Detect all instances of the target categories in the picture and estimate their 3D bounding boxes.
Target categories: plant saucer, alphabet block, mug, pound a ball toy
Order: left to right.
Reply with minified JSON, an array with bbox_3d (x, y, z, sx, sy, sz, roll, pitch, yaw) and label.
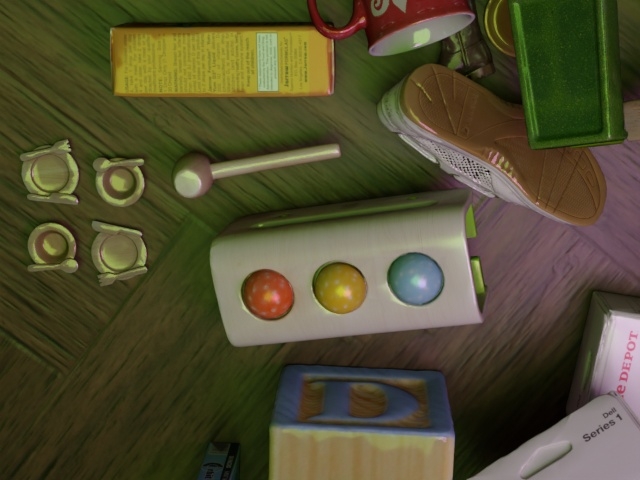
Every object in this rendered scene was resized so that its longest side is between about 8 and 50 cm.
[{"bbox_3d":[0.000,0.000,1.193,0.319,0.136,0.208,-7,107,16],"label":"pound a ball toy"},{"bbox_3d":[0.042,0.262,1.252,0.193,0.192,0.197,3,104,3],"label":"alphabet block"},{"bbox_3d":[0.062,-0.281,1.135,0.150,0.113,0.169,-15,86,-32],"label":"mug"},{"bbox_3d":[0.216,-0.237,1.214,0.083,0.013,0.084,0,104,1],"label":"plant saucer"}]

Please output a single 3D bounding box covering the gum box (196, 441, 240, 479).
[{"bbox_3d":[-0.122,0.346,1.293,0.041,0.157,0.184,3,104,2],"label":"gum box"}]

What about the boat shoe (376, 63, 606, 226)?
[{"bbox_3d":[0.182,-0.097,1.213,0.277,0.096,0.098,30,71,-21],"label":"boat shoe"}]

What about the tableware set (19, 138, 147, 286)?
[{"bbox_3d":[-0.265,-0.029,1.278,0.141,0.020,0.169,1,103,2],"label":"tableware set"}]

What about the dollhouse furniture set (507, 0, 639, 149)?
[{"bbox_3d":[0.361,-0.178,1.075,0.301,0.197,0.151,-4,93,36],"label":"dollhouse furniture set"}]

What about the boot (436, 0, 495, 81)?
[{"bbox_3d":[0.123,-0.217,1.210,0.106,0.037,0.114,-21,105,-5],"label":"boot"}]

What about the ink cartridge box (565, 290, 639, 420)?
[{"bbox_3d":[0.397,0.155,1.262,0.217,0.092,0.159,9,104,-2],"label":"ink cartridge box"}]

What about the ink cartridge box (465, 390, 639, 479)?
[{"bbox_3d":[0.292,0.313,1.199,0.201,0.117,0.278,-34,133,4],"label":"ink cartridge box"}]

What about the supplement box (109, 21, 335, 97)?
[{"bbox_3d":[-0.101,-0.192,1.204,0.233,0.078,0.080,-2,103,2],"label":"supplement box"}]
